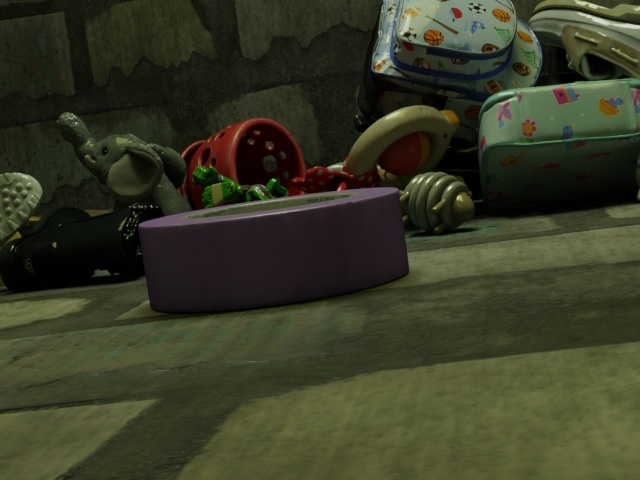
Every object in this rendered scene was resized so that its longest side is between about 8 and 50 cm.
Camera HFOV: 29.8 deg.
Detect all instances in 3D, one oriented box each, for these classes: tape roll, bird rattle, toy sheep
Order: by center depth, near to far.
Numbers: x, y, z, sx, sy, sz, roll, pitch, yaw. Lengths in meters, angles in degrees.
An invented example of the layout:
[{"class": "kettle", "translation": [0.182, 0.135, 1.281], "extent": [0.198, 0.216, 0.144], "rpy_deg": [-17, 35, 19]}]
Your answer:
[{"class": "tape roll", "translation": [-0.048, 0.006, 1.261], "extent": [0.274, 0.090, 0.275], "rpy_deg": [-8, 5, 1]}, {"class": "toy sheep", "translation": [0.151, -0.052, 1.623], "extent": [0.132, 0.091, 0.091], "rpy_deg": [19, 21, 36]}, {"class": "bird rattle", "translation": [0.094, -0.117, 1.748], "extent": [0.253, 0.143, 0.207], "rpy_deg": [2, -45, -31]}]

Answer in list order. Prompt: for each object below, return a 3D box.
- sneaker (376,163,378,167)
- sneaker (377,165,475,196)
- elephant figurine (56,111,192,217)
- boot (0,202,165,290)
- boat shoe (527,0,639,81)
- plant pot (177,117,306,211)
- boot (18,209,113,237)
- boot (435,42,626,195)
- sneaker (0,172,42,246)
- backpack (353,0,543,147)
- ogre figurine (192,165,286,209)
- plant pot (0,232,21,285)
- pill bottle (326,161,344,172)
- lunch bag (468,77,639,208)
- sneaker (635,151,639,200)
[{"class": "sneaker", "translation": [0.119, -0.097, 2.262], "extent": [0.225, 0.088, 0.093], "rpy_deg": [-17, -45, 33]}, {"class": "sneaker", "translation": [0.238, -0.113, 2.155], "extent": [0.292, 0.110, 0.118], "rpy_deg": [-4, -7, -10]}, {"class": "elephant figurine", "translation": [-0.290, -0.096, 1.889], "extent": [0.186, 0.240, 0.169], "rpy_deg": [-10, 5, -27]}, {"class": "boot", "translation": [-0.300, -0.001, 1.661], "extent": [0.207, 0.094, 0.246], "rpy_deg": [-10, 11, 15]}, {"class": "boat shoe", "translation": [0.412, -0.294, 1.802], "extent": [0.113, 0.103, 0.302], "rpy_deg": [17, 2, -31]}, {"class": "plant pot", "translation": [-0.144, -0.104, 2.101], "extent": [0.174, 0.191, 0.191], "rpy_deg": [-12, 1, 43]}, {"class": "boot", "translation": [-0.492, -0.011, 2.173], "extent": [0.236, 0.089, 0.269], "rpy_deg": [3, 5, -1]}, {"class": "boot", "translation": [0.341, -0.208, 1.990], "extent": [0.347, 0.260, 0.131], "rpy_deg": [-3, -10, 20]}, {"class": "sneaker", "translation": [-0.476, -0.007, 1.653], "extent": [0.235, 0.090, 0.095], "rpy_deg": [-38, -9, 1]}, {"class": "backpack", "translation": [0.208, -0.278, 1.854], "extent": [0.263, 0.277, 0.213], "rpy_deg": [16, -36, -5]}, {"class": "ogre figurine", "translation": [-0.100, -0.055, 1.896], "extent": [0.197, 0.097, 0.118], "rpy_deg": [8, -5, 30]}, {"class": "plant pot", "translation": [-0.462, 0.020, 1.744], "extent": [0.081, 0.083, 0.081], "rpy_deg": [-9, 5, -15]}, {"class": "pill bottle", "translation": [0.045, -0.117, 2.479], "extent": [0.087, 0.087, 0.160], "rpy_deg": [-7, 5, 8]}, {"class": "lunch bag", "translation": [0.359, -0.136, 1.761], "extent": [0.279, 0.108, 0.224], "rpy_deg": [-5, -24, 5]}, {"class": "sneaker", "translation": [0.524, -0.106, 1.641], "extent": [0.192, 0.086, 0.064], "rpy_deg": [-7, 5, 3]}]
